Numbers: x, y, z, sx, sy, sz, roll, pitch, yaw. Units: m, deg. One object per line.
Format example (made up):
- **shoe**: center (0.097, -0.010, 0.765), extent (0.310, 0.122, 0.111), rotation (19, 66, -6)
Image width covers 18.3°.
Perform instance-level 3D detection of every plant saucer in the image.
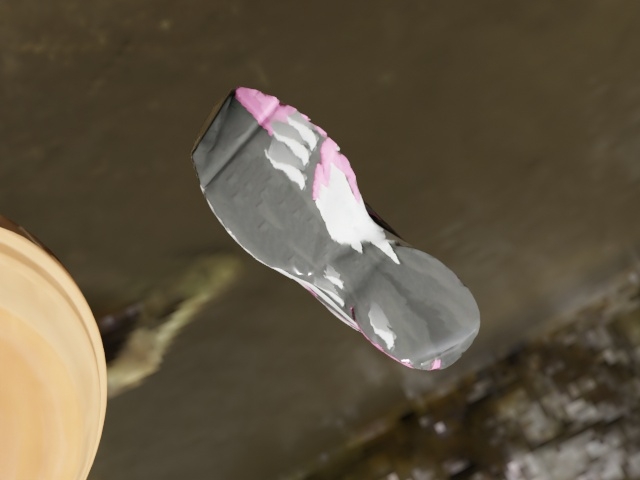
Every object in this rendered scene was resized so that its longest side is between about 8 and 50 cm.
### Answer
- **plant saucer**: center (-0.164, 0.078, 0.708), extent (0.200, 0.037, 0.200), rotation (-17, 126, -24)

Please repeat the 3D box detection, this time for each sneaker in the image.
- **sneaker**: center (0.000, 0.000, 1.025), extent (0.072, 0.178, 0.077), rotation (-42, -175, -7)
